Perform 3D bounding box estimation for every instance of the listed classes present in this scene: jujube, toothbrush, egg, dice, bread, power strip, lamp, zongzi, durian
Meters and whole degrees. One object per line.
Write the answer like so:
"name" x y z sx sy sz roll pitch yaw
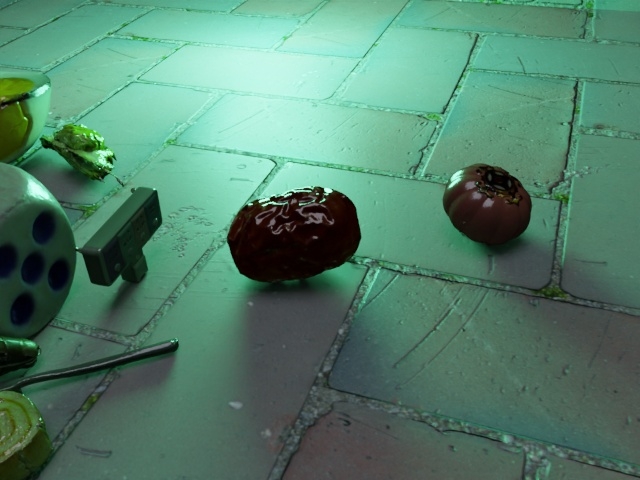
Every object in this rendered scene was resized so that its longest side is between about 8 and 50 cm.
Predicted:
"jujube" -0.048 -0.011 1.247 0.250 0.174 0.174 -18 36 5
"toothbrush" -0.379 0.210 1.090 0.297 0.031 0.030 -14 29 -16
"egg" -0.832 -0.293 1.660 0.336 0.201 0.337 1 30 0
"dice" -0.604 0.021 1.177 0.259 0.251 0.243 11 37 19
"bread" -0.464 0.287 0.963 0.117 0.064 0.156 -21 39 -29
"power strip" -0.370 0.011 1.257 0.061 0.145 0.216 9 38 15
"lamp" 0.330 -0.067 1.326 0.182 0.140 0.182 9 45 -9
"zongzi" -0.531 0.213 1.092 0.109 0.119 0.055 18 13 -41
"durian" -0.578 -0.219 1.617 0.375 0.132 0.107 24 68 40
